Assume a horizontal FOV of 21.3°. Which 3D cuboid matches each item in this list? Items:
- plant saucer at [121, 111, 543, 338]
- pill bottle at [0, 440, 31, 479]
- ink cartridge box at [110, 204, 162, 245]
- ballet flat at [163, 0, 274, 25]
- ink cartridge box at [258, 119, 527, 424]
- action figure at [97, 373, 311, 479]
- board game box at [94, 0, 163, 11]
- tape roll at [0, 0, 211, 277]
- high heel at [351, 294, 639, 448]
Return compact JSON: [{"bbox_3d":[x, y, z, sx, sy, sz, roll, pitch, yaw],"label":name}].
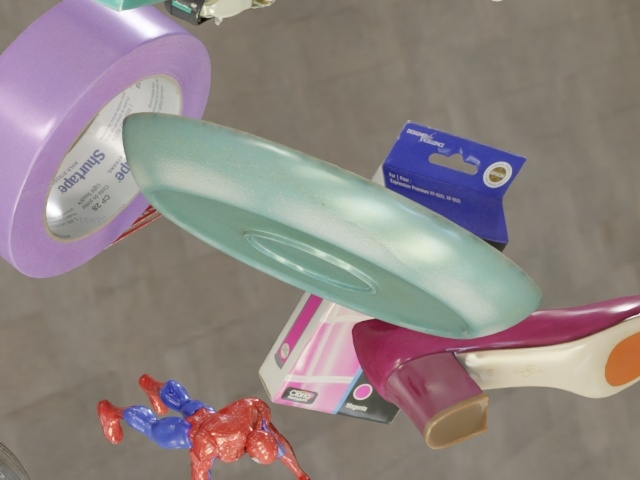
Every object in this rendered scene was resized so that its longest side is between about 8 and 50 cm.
[{"bbox_3d":[0.000,0.000,1.185,0.317,0.317,0.044,32,77,-46],"label":"plant saucer"},{"bbox_3d":[-0.325,0.255,1.363,0.210,0.363,0.210,-2,97,-12],"label":"pill bottle"},{"bbox_3d":[-0.216,-0.054,1.888,0.181,0.224,0.056,-32,103,-11],"label":"ink cartridge box"},{"bbox_3d":[-0.094,-0.294,1.995,0.203,0.074,0.074,-25,101,-41],"label":"ballet flat"},{"bbox_3d":[0.088,0.046,1.949,0.175,0.371,0.069,14,27,-31],"label":"ink cartridge box"},{"bbox_3d":[-0.102,0.207,1.613,0.091,0.280,0.139,-34,106,-26],"label":"action figure"},{"bbox_3d":[-0.083,-0.366,1.363,0.254,0.079,0.336,-30,143,-61],"label":"board game box"},{"bbox_3d":[-0.225,-0.100,1.602,0.090,0.275,0.275,36,31,18],"label":"tape roll"},{"bbox_3d":[0.227,0.094,1.867,0.377,0.181,0.127,-15,135,-24],"label":"high heel"}]
